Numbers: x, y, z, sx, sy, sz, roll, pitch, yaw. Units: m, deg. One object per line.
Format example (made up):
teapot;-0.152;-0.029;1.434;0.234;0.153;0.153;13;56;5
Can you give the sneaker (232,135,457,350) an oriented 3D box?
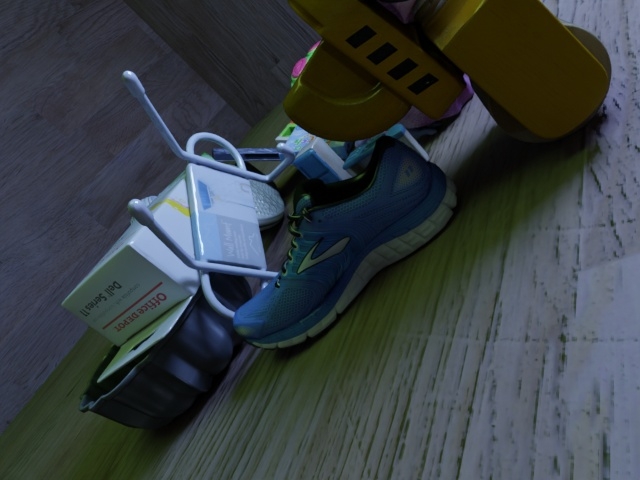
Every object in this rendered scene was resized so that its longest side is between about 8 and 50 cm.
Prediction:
sneaker;0.000;0.000;0.610;0.330;0.147;0.130;-44;19;12

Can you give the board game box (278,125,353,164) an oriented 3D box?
board game box;0.008;-0.255;1.171;0.160;0.039;0.212;-3;39;21

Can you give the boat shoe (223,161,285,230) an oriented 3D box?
boat shoe;-0.198;-0.087;1.178;0.156;0.186;0.500;-50;13;7

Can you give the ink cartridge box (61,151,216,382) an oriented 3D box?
ink cartridge box;-0.264;0.027;0.781;0.207;0.119;0.353;-34;23;30

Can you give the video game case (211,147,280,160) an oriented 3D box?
video game case;-0.140;-0.224;1.267;0.274;0.026;0.196;-4;14;-13

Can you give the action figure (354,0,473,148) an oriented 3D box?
action figure;0.119;-0.356;0.722;0.275;0.370;0.248;-12;49;26

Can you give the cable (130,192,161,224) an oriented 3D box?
cable;-0.310;-0.002;1.111;0.089;0.257;0.257;-51;3;3

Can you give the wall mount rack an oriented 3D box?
wall mount rack;-0.151;-0.069;0.701;0.130;0.304;0.350;-38;54;36

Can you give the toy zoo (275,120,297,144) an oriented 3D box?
toy zoo;0.026;-0.361;1.349;0.192;0.030;0.293;12;57;41

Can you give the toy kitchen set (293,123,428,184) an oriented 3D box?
toy kitchen set;0.039;-0.096;0.756;0.207;0.122;0.166;-26;28;47

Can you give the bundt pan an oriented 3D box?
bundt pan;-0.238;0.168;0.817;0.331;0.124;0.331;-40;20;18

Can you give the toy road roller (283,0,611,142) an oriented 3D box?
toy road roller;0.106;-0.196;0.536;0.241;0.329;0.202;-50;14;28

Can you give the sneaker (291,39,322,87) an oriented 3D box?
sneaker;0.100;-0.351;1.009;0.185;0.202;0.483;-19;23;36
